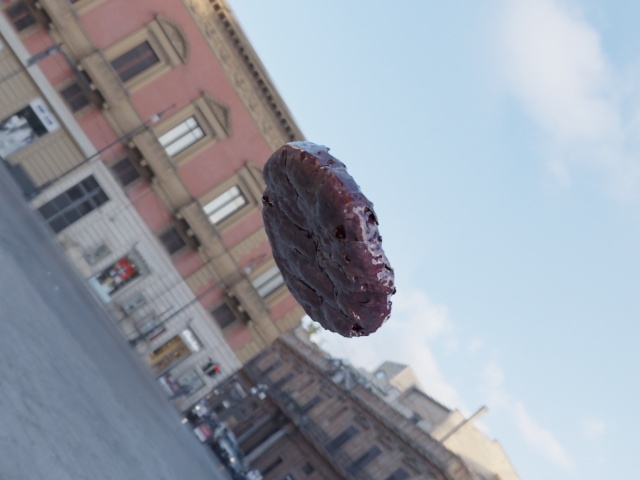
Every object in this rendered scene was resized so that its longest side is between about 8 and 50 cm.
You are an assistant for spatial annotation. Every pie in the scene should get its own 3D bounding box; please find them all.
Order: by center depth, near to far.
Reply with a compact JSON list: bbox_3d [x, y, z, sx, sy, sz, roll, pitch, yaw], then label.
[{"bbox_3d":[0.000,0.000,0.519,0.154,0.036,0.154,48,-29,37],"label":"pie"}]
